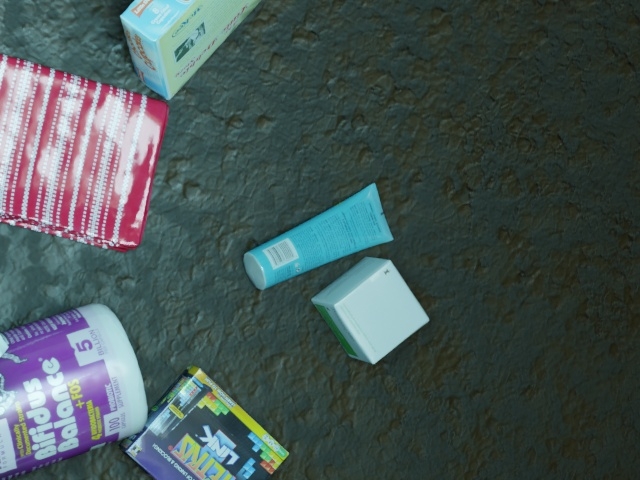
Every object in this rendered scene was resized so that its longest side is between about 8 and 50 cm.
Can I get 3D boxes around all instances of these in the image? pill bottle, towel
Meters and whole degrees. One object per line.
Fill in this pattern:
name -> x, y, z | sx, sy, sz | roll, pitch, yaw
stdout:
pill bottle -> -0.370, 0.194, 1.915 | 0.302, 0.169, 0.169 | -19, 100, -20
towel -> -0.330, -0.109, 1.991 | 0.275, 0.031, 0.198 | 15, 86, -22

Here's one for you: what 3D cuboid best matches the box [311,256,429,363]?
box -> 0.065, 0.090, 2.129 | 0.102, 0.087, 0.101 | -38, 105, -16

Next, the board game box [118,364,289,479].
board game box -> -0.147, 0.265, 2.074 | 0.170, 0.048, 0.141 | 45, 75, -18

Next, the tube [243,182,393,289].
tube -> 0.000, 0.000, 2.122 | 0.207, 0.052, 0.080 | -24, 106, -24

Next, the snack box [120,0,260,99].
snack box -> -0.108, -0.332, 1.984 | 0.060, 0.187, 0.322 | 38, 77, 11

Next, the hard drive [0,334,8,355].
hard drive -> -0.487, 0.061, 1.727 | 0.203, 0.040, 0.307 | -42, 124, -24
